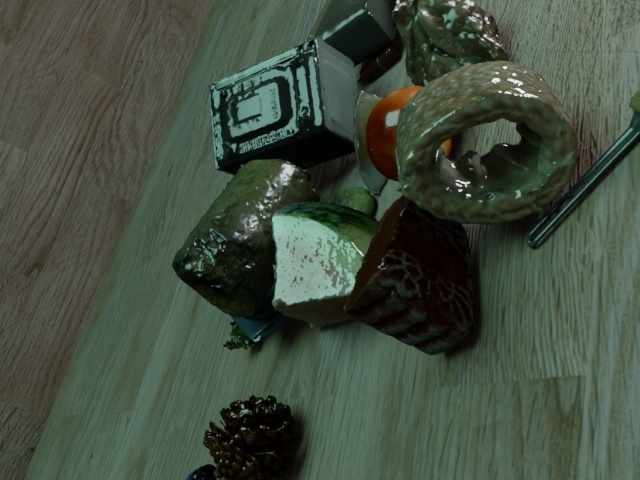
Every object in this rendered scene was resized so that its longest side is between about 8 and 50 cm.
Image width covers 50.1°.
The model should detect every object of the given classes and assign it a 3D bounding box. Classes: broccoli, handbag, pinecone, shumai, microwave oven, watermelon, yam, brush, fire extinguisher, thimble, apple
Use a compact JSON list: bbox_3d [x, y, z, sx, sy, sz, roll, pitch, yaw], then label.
[{"bbox_3d":[-0.156,0.191,1.462,0.092,0.097,0.095,27,-113,-79],"label":"broccoli"},{"bbox_3d":[-0.116,0.124,1.418,0.144,0.057,0.221,-23,20,-17],"label":"handbag"},{"bbox_3d":[-0.115,0.344,1.183,0.173,0.173,0.173,-42,33,36],"label":"pinecone"},{"bbox_3d":[0.203,-0.351,1.206,0.184,0.185,0.218,-46,31,31],"label":"shumai"},{"bbox_3d":[-0.080,-0.272,1.484,0.295,0.181,0.237,-14,74,30],"label":"microwave oven"},{"bbox_3d":[0.020,0.046,1.205,0.232,0.193,0.310,-45,60,3],"label":"watermelon"},{"bbox_3d":[-0.143,-0.007,1.325,0.195,0.195,0.300,-23,31,52],"label":"yam"},{"bbox_3d":[0.351,-0.093,0.877,0.266,0.027,0.062,-52,24,20],"label":"brush"},{"bbox_3d":[0.127,-0.396,1.554,0.132,0.039,0.056,-31,18,48],"label":"fire extinguisher"},{"bbox_3d":[0.218,-0.130,0.923,0.148,0.229,0.196,-87,-3,-59],"label":"thimble"},{"bbox_3d":[0.149,-0.180,1.180,0.139,0.163,0.163,-11,55,41],"label":"apple"}]

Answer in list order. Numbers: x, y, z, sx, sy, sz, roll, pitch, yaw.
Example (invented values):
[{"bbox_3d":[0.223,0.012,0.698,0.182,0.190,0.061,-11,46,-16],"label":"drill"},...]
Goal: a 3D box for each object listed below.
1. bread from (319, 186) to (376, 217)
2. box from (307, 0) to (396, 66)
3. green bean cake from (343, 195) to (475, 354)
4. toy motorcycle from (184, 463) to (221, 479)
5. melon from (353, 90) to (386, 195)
[{"bbox_3d":[0.000,0.000,1.399,0.286,0.056,0.207,-22,45,54],"label":"bread"},{"bbox_3d":[0.097,-0.516,1.599,0.178,0.138,0.274,-23,35,39],"label":"box"},{"bbox_3d":[0.131,0.031,0.974,0.097,0.198,0.233,-36,32,40],"label":"green bean cake"},{"bbox_3d":[-0.214,0.504,1.275,0.135,0.092,0.254,-57,34,-9],"label":"toy motorcycle"},{"bbox_3d":[0.111,-0.190,1.364,0.139,0.093,0.202,-79,-14,-88],"label":"melon"}]
